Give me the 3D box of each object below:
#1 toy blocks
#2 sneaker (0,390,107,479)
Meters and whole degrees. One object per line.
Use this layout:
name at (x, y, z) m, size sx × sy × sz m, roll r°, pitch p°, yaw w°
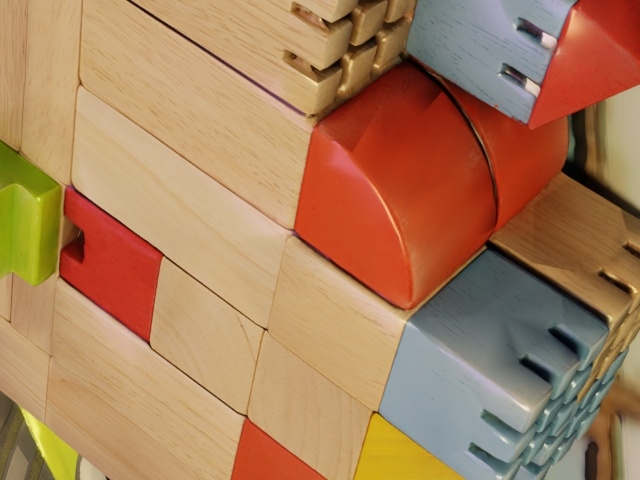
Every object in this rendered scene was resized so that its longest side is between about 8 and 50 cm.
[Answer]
toy blocks at (0.000, 0.000, 0.548) m, size 0.261 × 0.191 × 0.381 m, roll 34°, pitch 138°, yaw 20°
sneaker at (-0.180, 0.193, 0.927) m, size 0.300 × 0.121 × 0.111 m, roll 61°, pitch 146°, yaw 5°
